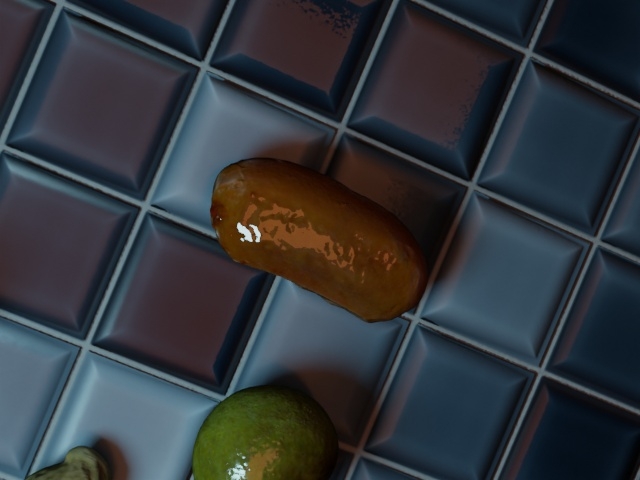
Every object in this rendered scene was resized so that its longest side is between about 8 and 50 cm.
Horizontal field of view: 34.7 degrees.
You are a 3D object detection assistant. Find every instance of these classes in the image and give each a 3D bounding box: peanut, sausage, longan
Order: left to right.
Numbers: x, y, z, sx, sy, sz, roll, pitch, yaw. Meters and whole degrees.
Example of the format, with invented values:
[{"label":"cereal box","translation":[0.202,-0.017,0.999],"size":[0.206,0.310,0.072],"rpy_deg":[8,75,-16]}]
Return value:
[{"label":"peanut","translation":[-0.301,0.324,1.096],"size":[0.104,0.085,0.228],"rpy_deg":[24,89,-19]},{"label":"longan","translation":[-0.054,0.234,1.086],"size":[0.145,0.176,0.155],"rpy_deg":[23,101,-46]},{"label":"sausage","translation":[0.001,-0.002,1.099],"size":[0.258,0.133,0.133],"rpy_deg":[27,90,-8]}]
